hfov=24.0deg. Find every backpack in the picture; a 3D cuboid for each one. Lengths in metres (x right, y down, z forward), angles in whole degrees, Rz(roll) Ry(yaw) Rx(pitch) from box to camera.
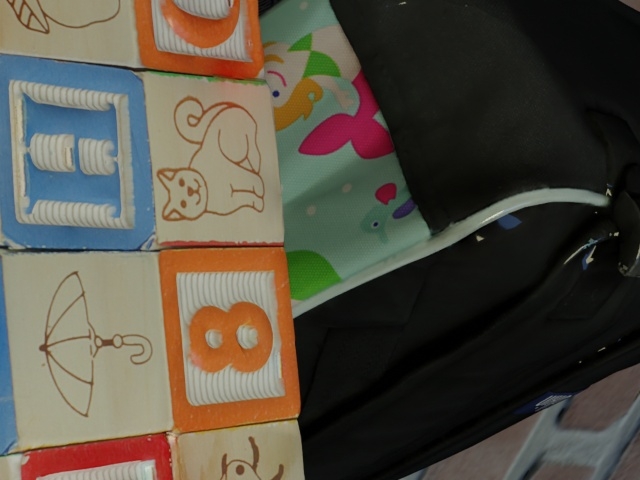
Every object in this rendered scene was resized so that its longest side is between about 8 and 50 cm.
[{"bbox_3d":[0.000,0.000,0.521,0.253,0.191,0.225,-40,154,29],"label":"backpack"}]

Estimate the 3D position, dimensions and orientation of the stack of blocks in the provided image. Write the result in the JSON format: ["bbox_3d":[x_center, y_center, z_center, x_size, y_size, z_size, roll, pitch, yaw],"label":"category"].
[{"bbox_3d":[-0.103,-0.055,0.348,0.171,0.087,0.297,0,82,-46],"label":"stack of blocks"}]
